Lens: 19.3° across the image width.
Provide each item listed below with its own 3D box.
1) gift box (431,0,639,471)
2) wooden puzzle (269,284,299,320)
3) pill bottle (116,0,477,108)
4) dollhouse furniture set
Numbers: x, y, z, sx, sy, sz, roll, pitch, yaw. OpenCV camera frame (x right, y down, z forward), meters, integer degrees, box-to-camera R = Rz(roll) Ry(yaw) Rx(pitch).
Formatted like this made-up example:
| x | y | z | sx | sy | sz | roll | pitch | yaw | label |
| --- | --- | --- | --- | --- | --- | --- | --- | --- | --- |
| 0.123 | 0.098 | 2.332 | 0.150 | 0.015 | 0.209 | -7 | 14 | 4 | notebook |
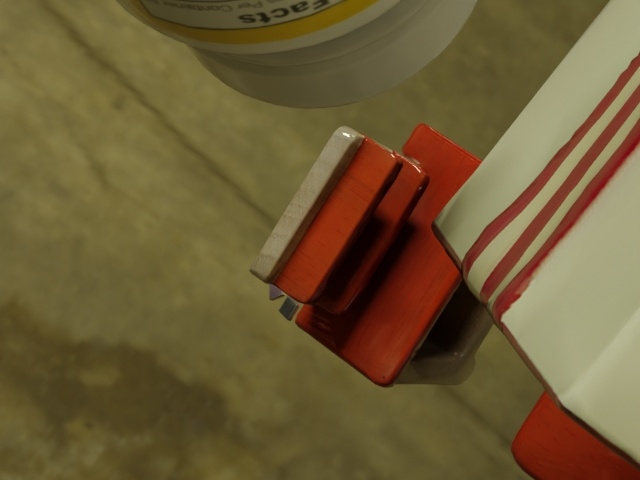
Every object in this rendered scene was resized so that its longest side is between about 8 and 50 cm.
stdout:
| x | y | z | sx | sy | sz | roll | pitch | yaw | label |
| --- | --- | --- | --- | --- | --- | --- | --- | --- | --- |
| 0.218 | -0.011 | 0.537 | 0.276 | 0.258 | 0.255 | 35 | 7 | -15 | gift box |
| 0.000 | 0.000 | 0.966 | 0.006 | 0.083 | 0.049 | 21 | 32 | -41 | wooden puzzle |
| -0.025 | -0.119 | 0.468 | 0.119 | 0.119 | 0.208 | 54 | 0 | 25 | pill bottle |
| 0.110 | 0.062 | 0.732 | 0.259 | 0.262 | 0.135 | 34 | 6 | 26 | dollhouse furniture set |
